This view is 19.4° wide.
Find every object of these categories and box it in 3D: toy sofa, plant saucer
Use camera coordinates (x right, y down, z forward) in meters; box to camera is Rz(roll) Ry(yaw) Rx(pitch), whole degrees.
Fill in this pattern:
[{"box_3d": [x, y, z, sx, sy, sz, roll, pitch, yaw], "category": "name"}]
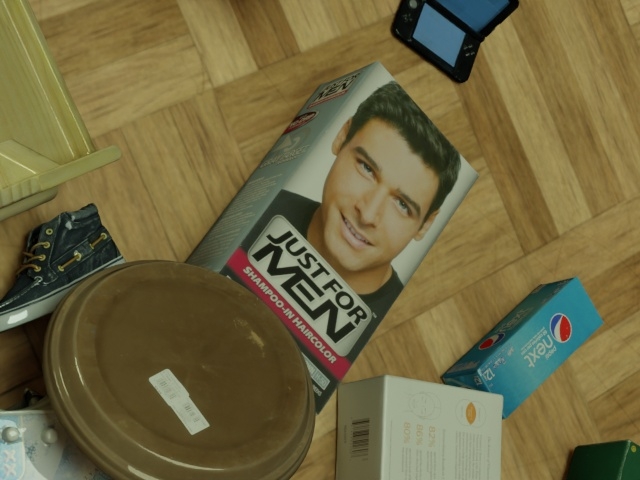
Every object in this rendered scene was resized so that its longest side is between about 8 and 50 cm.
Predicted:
[{"box_3d": [-0.362, -0.193, 1.815, 0.150, 0.177, 0.362, -32, 99, -60], "category": "toy sofa"}, {"box_3d": [-0.126, 0.126, 1.775, 0.278, 0.041, 0.277, 16, 48, -18], "category": "plant saucer"}]

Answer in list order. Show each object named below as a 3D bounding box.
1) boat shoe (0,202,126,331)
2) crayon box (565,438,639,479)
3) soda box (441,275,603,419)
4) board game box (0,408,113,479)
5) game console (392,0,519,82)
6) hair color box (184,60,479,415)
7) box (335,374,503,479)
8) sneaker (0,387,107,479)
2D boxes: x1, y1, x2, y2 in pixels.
[{"box_3d": [-0.279, 0.029, 1.862, 0.183, 0.065, 0.083, -30, 96, -44], "category": "boat shoe"}, {"box_3d": [0.422, 0.460, 2.247, 0.363, 0.106, 0.313, 32, 62, -27], "category": "crayon box"}, {"box_3d": [0.241, 0.129, 2.214, 0.210, 0.067, 0.071, -39, 103, -35], "category": "soda box"}, {"box_3d": [-0.267, 0.347, 1.689, 0.390, 0.050, 0.389, 0, 81, -29], "category": "board game box"}, {"box_3d": [0.163, -0.268, 2.244, 0.122, 0.071, 0.107, 34, 62, -25], "category": "game console"}, {"box_3d": [0.000, 0.000, 2.038, 0.185, 0.114, 0.374, 47, 56, -18], "category": "hair color box"}, {"box_3d": [0.110, 0.228, 2.080, 0.170, 0.091, 0.130, 13, 72, -33], "category": "box"}, {"box_3d": [-0.242, 0.206, 1.825, 0.292, 0.110, 0.118, 13, 63, -34], "category": "sneaker"}]
